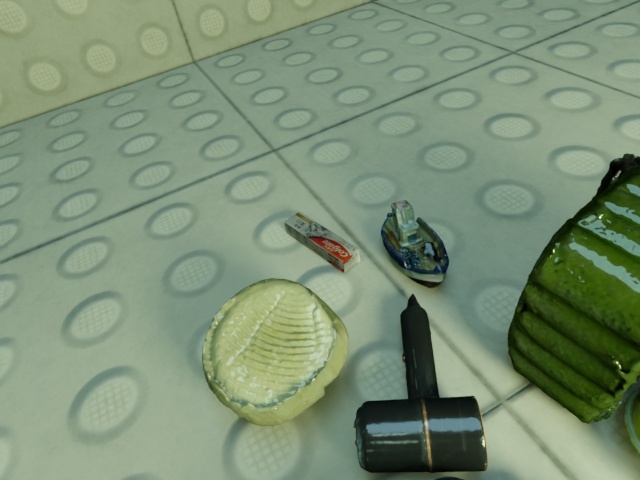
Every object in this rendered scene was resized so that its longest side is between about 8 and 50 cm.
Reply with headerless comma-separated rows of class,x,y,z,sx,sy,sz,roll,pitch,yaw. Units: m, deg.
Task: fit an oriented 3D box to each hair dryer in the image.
hair dryer,0.155,0.223,0.779,0.189,0.107,0.352,-6,35,9

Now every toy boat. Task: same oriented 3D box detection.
toy boat,0.201,-0.002,0.973,0.114,0.115,0.262,-19,44,-6

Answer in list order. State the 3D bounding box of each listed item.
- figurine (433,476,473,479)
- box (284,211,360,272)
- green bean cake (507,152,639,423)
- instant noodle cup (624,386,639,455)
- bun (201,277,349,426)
figurine,0.241,0.386,0.568,0.245,0.110,0.138,5,48,6
box,0.000,0.000,1.072,0.055,0.040,0.218,-35,47,-24
green bean cake,0.442,0.068,0.686,0.319,0.335,0.218,-31,47,-25
instant noodle cup,0.563,0.212,0.564,0.264,0.200,0.264,-1,31,0
bun,-0.080,0.202,0.798,0.259,0.152,0.259,-8,55,11
